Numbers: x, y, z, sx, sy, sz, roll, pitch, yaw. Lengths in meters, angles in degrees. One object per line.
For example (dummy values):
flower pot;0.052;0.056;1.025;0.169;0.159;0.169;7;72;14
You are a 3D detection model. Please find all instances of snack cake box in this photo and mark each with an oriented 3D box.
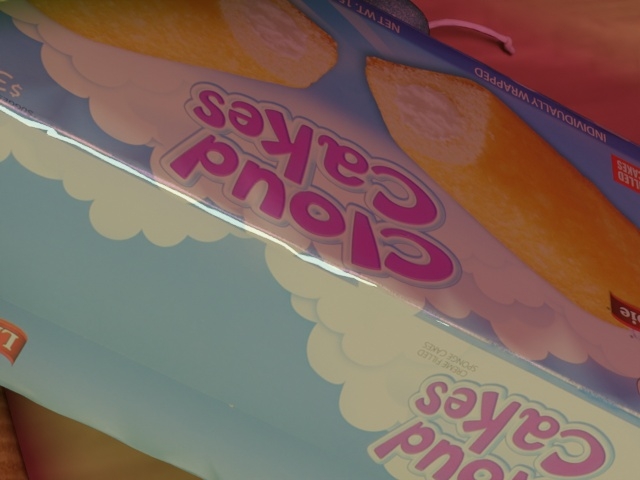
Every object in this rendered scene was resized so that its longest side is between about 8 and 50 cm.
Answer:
snack cake box;0.000;0.000;0.551;0.264;0.089;0.152;26;32;-13

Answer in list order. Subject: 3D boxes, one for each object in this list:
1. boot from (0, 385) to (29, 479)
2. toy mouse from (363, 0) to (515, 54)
boot;-0.208;0.117;0.478;0.295;0.104;0.211;-4;78;-25
toy mouse;0.015;-0.105;0.649;0.143;0.031;0.161;30;69;-11
